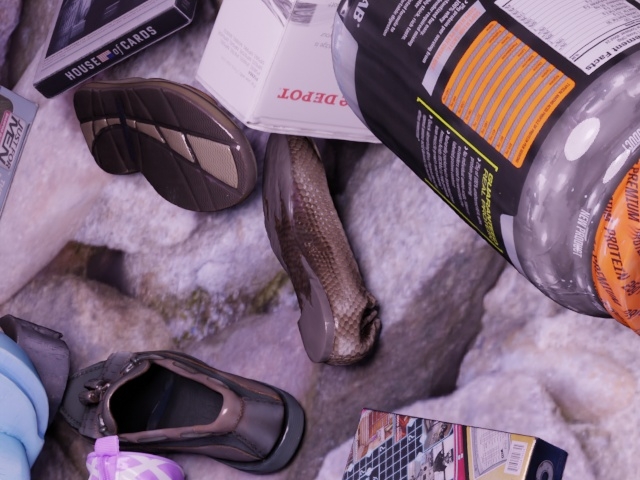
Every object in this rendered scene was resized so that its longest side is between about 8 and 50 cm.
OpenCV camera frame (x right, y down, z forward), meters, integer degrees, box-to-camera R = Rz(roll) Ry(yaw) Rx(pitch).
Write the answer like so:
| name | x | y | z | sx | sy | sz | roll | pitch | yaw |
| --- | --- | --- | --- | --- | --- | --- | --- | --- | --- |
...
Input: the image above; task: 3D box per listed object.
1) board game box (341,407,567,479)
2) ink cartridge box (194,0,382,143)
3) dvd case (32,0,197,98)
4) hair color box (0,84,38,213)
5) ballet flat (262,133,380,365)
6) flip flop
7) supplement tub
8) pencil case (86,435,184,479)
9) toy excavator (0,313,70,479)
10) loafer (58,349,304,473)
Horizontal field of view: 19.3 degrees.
| name | x | y | z | sx | sy | sz | roll | pitch | yaw |
| --- | --- | --- | --- | --- | --- | --- | --- | --- | --- |
| board game box | 0.067 | 0.248 | 1.325 | 0.165 | 0.042 | 0.243 | 6 | 74 | 43 |
| ink cartridge box | 0.017 | -0.194 | 1.467 | 0.092 | 0.158 | 0.218 | 40 | 117 | 43 |
| dvd case | -0.175 | -0.252 | 1.760 | 0.179 | 0.029 | 0.239 | -25 | 39 | 31 |
| hair color box | -0.471 | -0.075 | 1.924 | 0.374 | 0.113 | 0.185 | 3 | 71 | 42 |
| ballet flat | 0.000 | 0.000 | 1.508 | 0.250 | 0.058 | 0.084 | -108 | 25 | -43 |
| flip flop | -0.130 | -0.096 | 1.649 | 0.277 | 0.080 | 0.112 | 15 | 120 | 58 |
| supplement tub | 0.170 | -0.086 | 1.282 | 0.207 | 0.207 | 0.338 | -52 | 45 | 9 |
| pencil case | -0.158 | 0.267 | 1.487 | 0.086 | 0.088 | 0.206 | -16 | 59 | 34 |
| toy excavator | -0.355 | 0.291 | 1.489 | 0.433 | 0.222 | 0.445 | -59 | 29 | 15 |
| loafer | -0.132 | 0.129 | 1.534 | 0.267 | 0.084 | 0.096 | 3 | 72 | 43 |
